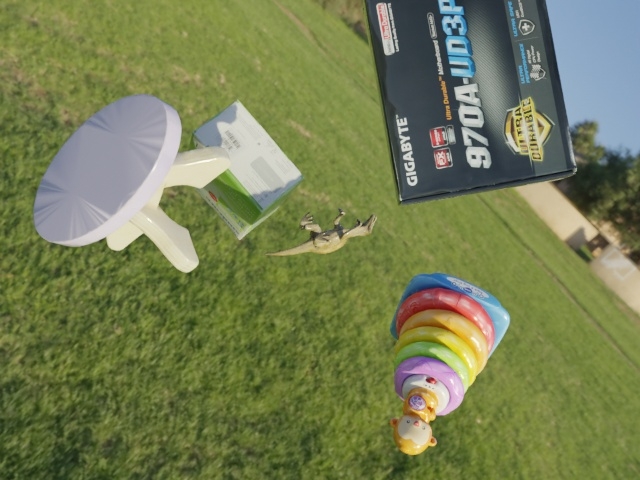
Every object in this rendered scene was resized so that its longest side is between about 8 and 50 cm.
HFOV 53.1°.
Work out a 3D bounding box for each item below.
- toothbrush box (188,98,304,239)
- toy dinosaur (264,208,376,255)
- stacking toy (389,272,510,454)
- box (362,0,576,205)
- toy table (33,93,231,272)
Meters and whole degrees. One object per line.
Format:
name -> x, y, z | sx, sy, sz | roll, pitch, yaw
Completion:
toothbrush box -> -0.174, -0.138, 1.361 | 0.206, 0.122, 0.283 | 50, -18, -3
toy dinosaur -> 0.000, 0.000, 0.952 | 0.092, 0.183, 0.053 | 70, 4, -63
stacking toy -> 0.167, 0.200, 0.971 | 0.175, 0.165, 0.302 | 25, 38, 9
box -> 0.146, -0.156, 0.646 | 0.051, 0.175, 0.220 | 9, 72, -87
toy table -> -0.270, -0.079, 0.948 | 0.161, 0.274, 0.252 | 25, 48, -57
